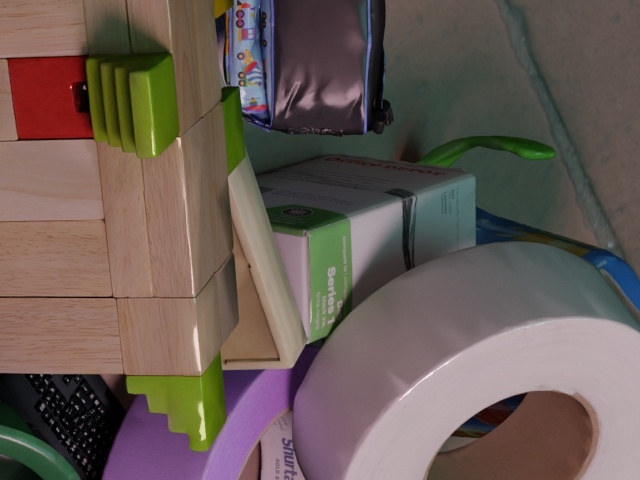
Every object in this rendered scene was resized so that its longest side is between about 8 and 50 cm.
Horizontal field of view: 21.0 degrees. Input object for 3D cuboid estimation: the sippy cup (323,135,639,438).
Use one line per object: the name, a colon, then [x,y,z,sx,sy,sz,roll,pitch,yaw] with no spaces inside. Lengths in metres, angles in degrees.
sippy cup: [0.159,0.079,1.530,0.240,0.224,0.305,-49,132,-34]

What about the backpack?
backpack: [-0.011,-0.161,1.219,0.173,0.117,0.158,-103,-167,-73]

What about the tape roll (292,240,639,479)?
tape roll: [0.126,0.139,1.313,0.286,0.100,0.286,-13,130,-17]

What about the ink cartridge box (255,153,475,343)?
ink cartridge box: [0.000,0.000,1.364,0.219,0.160,0.092,-18,112,-48]

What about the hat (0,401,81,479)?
hat: [-0.245,0.132,1.190,0.208,0.183,0.173,-36,124,13]

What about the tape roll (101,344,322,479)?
tape roll: [-0.061,0.212,1.358,0.275,0.090,0.274,-26,121,-55]

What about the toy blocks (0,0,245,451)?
toy blocks: [-0.195,-0.070,1.030,0.191,0.261,0.381,-58,145,-69]

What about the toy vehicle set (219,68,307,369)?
toy vehicle set: [-0.123,-0.024,1.198,0.035,0.166,0.266,-60,141,-50]

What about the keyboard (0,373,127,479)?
keyboard: [-0.173,0.151,1.277,0.100,0.038,0.192,-56,134,-28]

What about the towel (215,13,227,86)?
towel: [-0.093,-0.180,1.235,0.209,0.034,0.285,-42,145,-29]
